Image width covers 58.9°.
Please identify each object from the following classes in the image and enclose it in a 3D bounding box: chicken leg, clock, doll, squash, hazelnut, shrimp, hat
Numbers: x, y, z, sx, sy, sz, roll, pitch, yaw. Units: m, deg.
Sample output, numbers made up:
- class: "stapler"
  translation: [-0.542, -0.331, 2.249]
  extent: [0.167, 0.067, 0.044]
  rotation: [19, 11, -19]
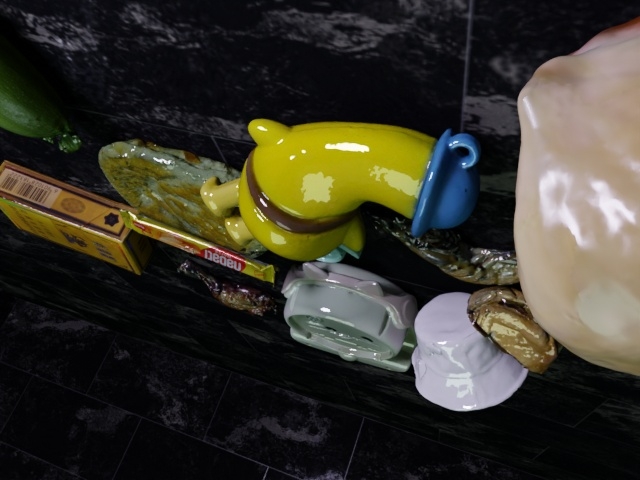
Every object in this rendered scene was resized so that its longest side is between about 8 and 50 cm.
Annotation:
- class: "chicken leg"
  translation: [-0.216, 0.115, 1.332]
  extent: [0.253, 0.051, 0.106]
  rotation: [23, 151, -1]
- class: "clock"
  translation: [0.049, 0.138, 1.071]
  extent: [0.265, 0.108, 0.324]
  rotation: [14, 156, 17]
- class: "clock"
  translation: [0.000, 0.000, 0.894]
  extent: [0.101, 0.041, 0.135]
  rotation: [31, 155, -21]
- class: "doll"
  translation: [0.007, -0.061, 0.636]
  extent: [0.363, 0.145, 0.199]
  rotation: [-10, 130, 39]
- class: "squash"
  translation: [-0.435, -0.232, 0.695]
  extent: [0.101, 0.101, 0.378]
  rotation: [10, 156, 27]
- class: "hazelnut"
  translation: [0.228, -0.037, 0.362]
  extent: [0.241, 0.261, 0.261]
  rotation: [33, 155, -23]
- class: "shrimp"
  translation: [0.188, -0.013, 0.706]
  extent: [0.262, 0.051, 0.198]
  rotation: [27, 150, -20]
- class: "hat"
  translation: [0.230, 0.165, 0.928]
  extent: [0.203, 0.203, 0.126]
  rotation: [4, 132, 36]

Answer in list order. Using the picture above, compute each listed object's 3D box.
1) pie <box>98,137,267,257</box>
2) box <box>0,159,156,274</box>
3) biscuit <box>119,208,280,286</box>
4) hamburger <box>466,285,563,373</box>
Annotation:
- class: "pie"
  translation: [-0.208, -0.065, 0.906]
  extent: [0.323, 0.070, 0.323]
  rotation: [20, 157, 9]
- class: "box"
  translation: [-0.516, -0.042, 1.199]
  extent: [0.301, 0.084, 0.193]
  rotation: [20, 157, 3]
- class: "biscuit"
  translation: [-0.200, 0.008, 0.935]
  extent: [0.292, 0.026, 0.048]
  rotation: [20, 136, 11]
- class: "hamburger"
  translation: [0.313, 0.118, 0.842]
  extent: [0.176, 0.087, 0.102]
  rotation: [39, 132, -12]
